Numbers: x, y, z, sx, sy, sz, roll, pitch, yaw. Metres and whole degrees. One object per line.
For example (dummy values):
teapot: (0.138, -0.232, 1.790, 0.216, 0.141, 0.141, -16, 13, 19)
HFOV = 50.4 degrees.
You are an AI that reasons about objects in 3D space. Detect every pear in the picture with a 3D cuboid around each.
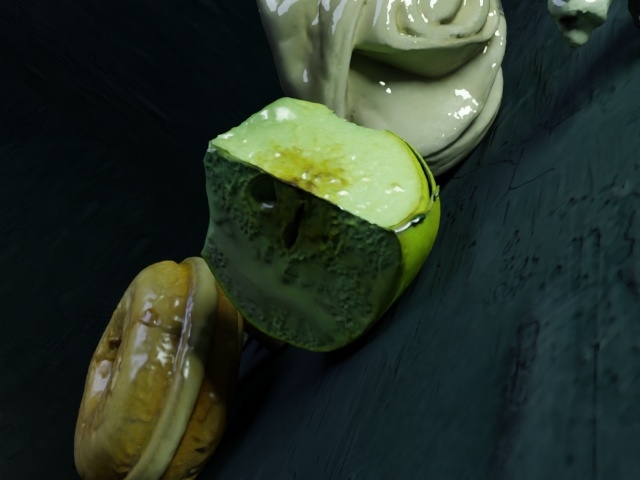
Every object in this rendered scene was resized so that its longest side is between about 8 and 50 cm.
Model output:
pear: (0.000, 0.000, 0.825, 0.176, 0.286, 0.282, -41, -31, -45)

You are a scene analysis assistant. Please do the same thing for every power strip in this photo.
power strip: (-0.063, 0.115, 1.185, 0.154, 0.078, 0.154, -52, 3, 4)

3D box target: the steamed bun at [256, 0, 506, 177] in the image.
steamed bun: (0.113, -0.272, 0.922, 0.255, 0.367, 0.342, -22, 9, 46)

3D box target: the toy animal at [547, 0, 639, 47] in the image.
toy animal: (0.297, -0.270, 0.611, 0.225, 0.121, 0.094, -52, 7, 18)

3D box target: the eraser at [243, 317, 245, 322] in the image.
eraser: (-0.097, 0.060, 1.322, 0.144, 0.078, 0.343, -22, -23, -42)

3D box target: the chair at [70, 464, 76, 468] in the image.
chair: (-0.402, 0.530, 1.286, 0.174, 0.149, 0.213, -137, 43, -80)

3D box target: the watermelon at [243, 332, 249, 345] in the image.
watermelon: (-0.266, 0.154, 1.591, 0.193, 0.257, 0.140, -42, 10, 16)

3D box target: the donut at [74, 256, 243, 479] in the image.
donut: (-0.276, 0.239, 1.147, 0.449, 0.198, 0.449, -50, 28, 39)
